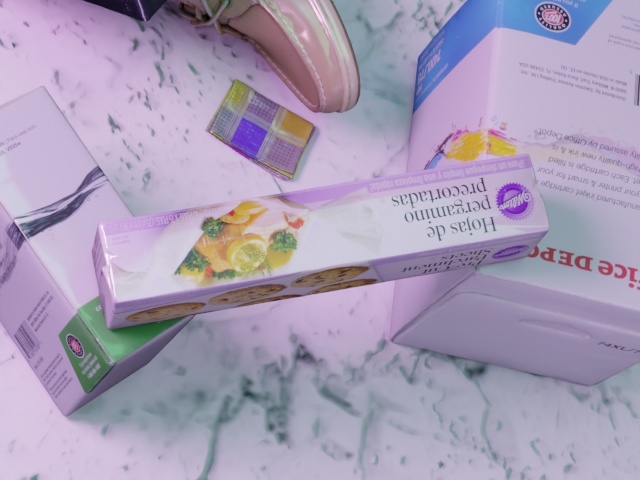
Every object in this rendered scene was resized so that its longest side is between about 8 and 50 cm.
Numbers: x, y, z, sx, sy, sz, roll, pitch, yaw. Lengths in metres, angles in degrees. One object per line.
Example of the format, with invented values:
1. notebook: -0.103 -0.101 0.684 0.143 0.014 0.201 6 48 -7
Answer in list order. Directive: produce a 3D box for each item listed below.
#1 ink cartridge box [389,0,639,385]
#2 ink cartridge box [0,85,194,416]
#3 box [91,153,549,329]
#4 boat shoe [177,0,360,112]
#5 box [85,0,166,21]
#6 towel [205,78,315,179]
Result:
1. ink cartridge box: 0.190 -0.047 1.608 0.198 0.197 0.270 14 68 -15
2. ink cartridge box: -0.200 0.009 1.472 0.087 0.153 0.208 -33 85 -28
3. box: 0.000 0.000 1.402 0.324 0.067 0.063 -9 74 -15
4. boat shoe: -0.080 -0.216 1.628 0.098 0.109 0.302 -32 78 -21
5. box: -0.176 -0.356 1.528 0.296 0.183 0.294 22 59 31
6. towel: -0.048 -0.093 1.644 0.083 0.009 0.060 31 64 -7
